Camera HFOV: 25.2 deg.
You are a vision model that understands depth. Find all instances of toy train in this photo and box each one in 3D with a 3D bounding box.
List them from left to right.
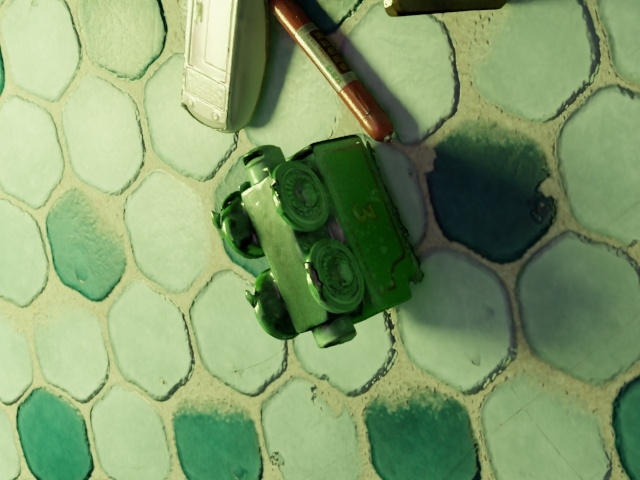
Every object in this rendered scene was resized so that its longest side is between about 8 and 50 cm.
[{"bbox_3d":[0.000,0.000,1.647,0.132,0.188,0.243,-29,80,44],"label":"toy train"}]

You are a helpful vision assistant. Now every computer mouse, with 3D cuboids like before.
[{"bbox_3d":[-0.120,-0.254,1.776,0.126,0.056,0.245,29,126,36],"label":"computer mouse"}]

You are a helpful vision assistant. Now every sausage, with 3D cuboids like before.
[{"bbox_3d":[0.011,-0.208,1.695,0.253,0.034,0.034,52,127,19],"label":"sausage"}]

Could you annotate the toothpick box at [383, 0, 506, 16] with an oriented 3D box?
[{"bbox_3d":[0.027,-0.342,1.565,0.308,0.187,0.190,8,105,43],"label":"toothpick box"}]
